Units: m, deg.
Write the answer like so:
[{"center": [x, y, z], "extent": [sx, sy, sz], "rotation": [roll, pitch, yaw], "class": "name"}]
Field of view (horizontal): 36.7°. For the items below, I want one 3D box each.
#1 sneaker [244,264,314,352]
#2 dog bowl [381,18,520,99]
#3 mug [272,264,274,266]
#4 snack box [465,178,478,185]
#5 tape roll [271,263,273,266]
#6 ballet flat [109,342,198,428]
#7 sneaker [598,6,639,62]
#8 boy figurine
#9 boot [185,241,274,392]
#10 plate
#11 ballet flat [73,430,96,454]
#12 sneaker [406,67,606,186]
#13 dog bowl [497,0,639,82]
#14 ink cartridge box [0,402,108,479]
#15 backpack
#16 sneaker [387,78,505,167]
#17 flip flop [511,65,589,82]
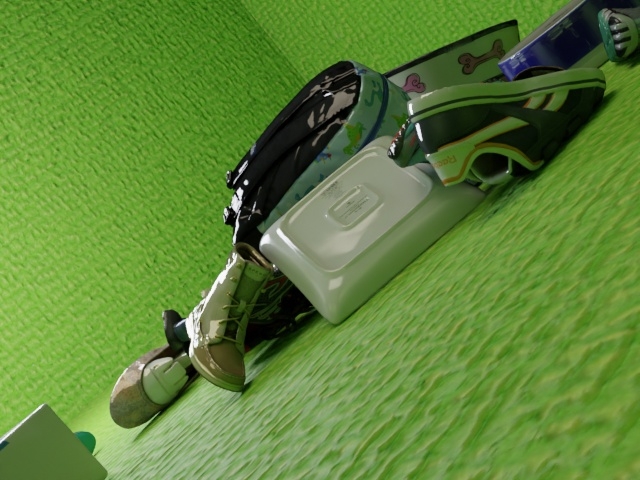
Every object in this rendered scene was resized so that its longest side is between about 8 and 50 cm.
[{"center": [-0.045, 0.085, 1.520], "extent": [0.299, 0.121, 0.112], "rotation": [-36, 35, 27], "class": "sneaker"}, {"center": [0.280, -0.350, 2.192], "extent": [0.407, 0.150, 0.408], "rotation": [-24, 4, 2], "class": "dog bowl"}, {"center": [-0.022, 0.004, 1.898], "extent": [0.157, 0.097, 0.129], "rotation": [-36, 40, 30], "class": "mug"}, {"center": [0.192, -0.100, 1.539], "extent": [0.174, 0.070, 0.207], "rotation": [-41, 6, -15], "class": "snack box"}, {"center": [-0.125, 0.054, 2.491], "extent": [0.321, 0.077, 0.321], "rotation": [-40, 4, 4], "class": "tape roll"}, {"center": [-0.280, 0.239, 1.849], "extent": [0.106, 0.108, 0.316], "rotation": [-26, 14, 39], "class": "ballet flat"}, {"center": [0.479, -0.316, 1.450], "extent": [0.098, 0.083, 0.224], "rotation": [-15, 13, 12], "class": "sneaker"}, {"center": [-0.138, 0.112, 1.685], "extent": [0.285, 0.092, 0.177], "rotation": [-28, -32, 17], "class": "boy figurine"}, {"center": [-0.125, 0.109, 1.422], "extent": [0.165, 0.077, 0.213], "rotation": [-57, 28, 15], "class": "boot"}, {"center": [0.056, -0.037, 1.393], "extent": [0.277, 0.045, 0.278], "rotation": [-41, 34, -5], "class": "plate"}, {"center": [-0.520, 0.450, 1.924], "extent": [0.074, 0.074, 0.203], "rotation": [-38, 7, 23], "class": "ballet flat"}, {"center": [0.256, -0.145, 1.262], "extent": [0.321, 0.128, 0.126], "rotation": [-14, -3, -31], "class": "sneaker"}, {"center": [0.451, -0.358, 1.728], "extent": [0.265, 0.104, 0.265], "rotation": [-39, 4, 4], "class": "dog bowl"}, {"center": [-0.566, 0.469, 1.497], "extent": [0.395, 0.166, 0.285], "rotation": [-38, 5, 20], "class": "ink cartridge box"}, {"center": [0.012, -0.150, 1.710], "extent": [0.290, 0.273, 0.356], "rotation": [-94, 28, -55], "class": "backpack"}, {"center": [0.211, -0.145, 1.347], "extent": [0.261, 0.125, 0.104], "rotation": [-24, -22, -35], "class": "sneaker"}, {"center": [0.352, -0.243, 1.563], "extent": [0.112, 0.080, 0.277], "rotation": [-40, 5, -8], "class": "flip flop"}]
